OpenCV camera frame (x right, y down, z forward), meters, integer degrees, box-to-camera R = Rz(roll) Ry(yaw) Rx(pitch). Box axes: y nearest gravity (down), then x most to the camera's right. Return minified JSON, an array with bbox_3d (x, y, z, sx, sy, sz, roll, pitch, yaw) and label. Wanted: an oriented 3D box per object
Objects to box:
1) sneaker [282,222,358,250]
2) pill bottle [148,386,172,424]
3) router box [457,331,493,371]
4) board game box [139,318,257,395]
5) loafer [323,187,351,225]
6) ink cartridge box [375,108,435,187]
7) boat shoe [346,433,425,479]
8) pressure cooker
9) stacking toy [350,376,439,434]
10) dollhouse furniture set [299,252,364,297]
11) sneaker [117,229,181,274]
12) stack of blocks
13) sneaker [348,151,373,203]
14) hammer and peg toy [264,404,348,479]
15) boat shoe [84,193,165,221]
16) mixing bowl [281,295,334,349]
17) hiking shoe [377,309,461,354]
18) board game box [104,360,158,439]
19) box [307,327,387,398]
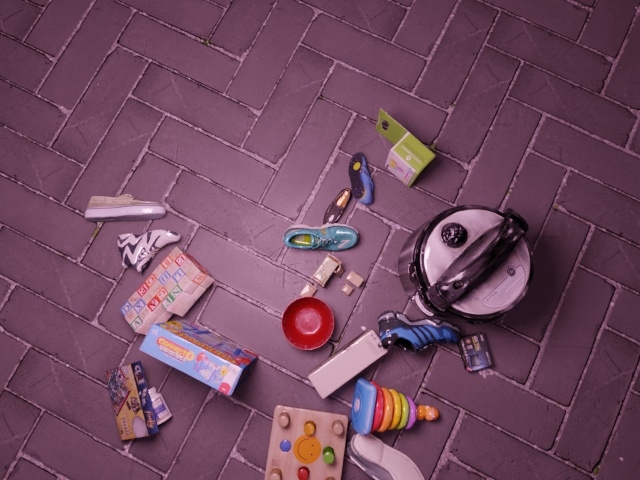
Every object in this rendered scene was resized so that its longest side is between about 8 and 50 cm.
[{"bbox_3d":[0.000,0.000,1.512,0.276,0.110,0.106,-2,105,3],"label":"sneaker"},{"bbox_3d":[-0.575,0.577,1.461,0.067,0.067,0.120,-30,83,-4],"label":"pill bottle"},{"bbox_3d":[0.550,0.397,1.498,0.092,0.038,0.122,-15,82,-3],"label":"router box"},{"bbox_3d":[-0.379,0.368,1.372,0.309,0.302,0.086,26,83,3],"label":"board game box"},{"bbox_3d":[0.061,-0.124,1.562,0.062,0.061,0.170,28,84,3],"label":"loafer"},{"bbox_3d":[0.276,-0.331,1.529,0.255,0.189,0.097,43,86,7],"label":"ink cartridge box"},{"bbox_3d":[0.225,0.779,1.433,0.319,0.116,0.099,39,127,-1],"label":"boat shoe"},{"bbox_3d":[0.455,0.080,1.353,0.376,0.420,0.369,5,81,0],"label":"pressure cooker"},{"bbox_3d":[0.265,0.581,1.434,0.302,0.175,0.165,12,82,-12],"label":"stacking toy"},{"bbox_3d":[0.040,0.166,1.501,0.161,0.101,0.181,36,83,5],"label":"dollhouse furniture set"},{"bbox_3d":[-0.621,0.047,1.525,0.235,0.094,0.152,-5,83,0],"label":"sneaker"},{"bbox_3d":[-0.538,0.190,1.472,0.171,0.087,0.297,37,83,33],"label":"stack of blocks"},{"bbox_3d":[0.159,-0.233,1.585,0.069,0.082,0.209,-23,62,38],"label":"sneaker"},{"bbox_3d":[-0.060,0.753,1.403,0.266,0.127,0.360,9,82,1],"label":"hammer and peg toy"},{"bbox_3d":[-0.723,-0.126,1.544,0.303,0.109,0.094,-2,80,3],"label":"boat shoe"},{"bbox_3d":[-0.044,0.289,1.485,0.182,0.098,0.181,0,82,-1],"label":"mixing bowl"},{"bbox_3d":[0.340,0.337,1.445,0.304,0.113,0.132,9,55,-5],"label":"hiking shoe"},{"bbox_3d":[-0.651,0.550,1.437,0.165,0.042,0.243,-22,82,30],"label":"board game box"},{"bbox_3d":[0.093,0.424,1.460,0.275,0.113,0.094,-34,83,-6],"label":"box"}]
